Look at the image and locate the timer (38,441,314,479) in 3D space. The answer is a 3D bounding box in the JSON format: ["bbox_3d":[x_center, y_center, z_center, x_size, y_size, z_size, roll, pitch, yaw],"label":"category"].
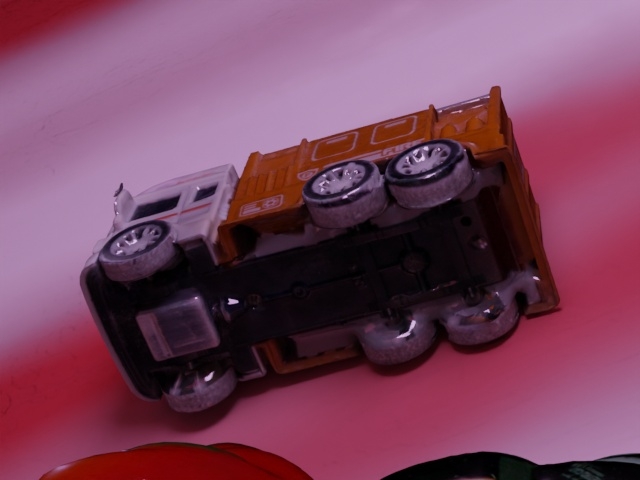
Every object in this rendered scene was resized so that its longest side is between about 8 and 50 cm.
[{"bbox_3d":[-0.145,0.282,1.156,0.378,0.279,0.378,-14,-8,-2],"label":"timer"}]

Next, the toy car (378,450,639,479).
[{"bbox_3d":[0.118,0.212,1.293,0.306,0.125,0.136,-15,34,21],"label":"toy car"}]

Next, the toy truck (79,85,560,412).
[{"bbox_3d":[0.000,0.000,1.642,0.387,0.173,0.207,-14,28,13],"label":"toy truck"}]
